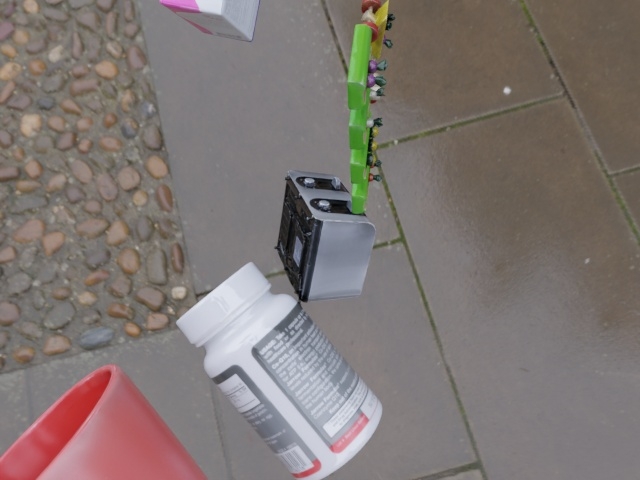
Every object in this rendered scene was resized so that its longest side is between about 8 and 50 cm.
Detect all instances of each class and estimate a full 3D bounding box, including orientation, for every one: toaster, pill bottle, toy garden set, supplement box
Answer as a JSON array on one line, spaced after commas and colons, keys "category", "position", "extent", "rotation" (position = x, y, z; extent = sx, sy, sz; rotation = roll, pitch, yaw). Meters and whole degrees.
[{"category": "toaster", "position": [0.000, 0.000, 0.946], "extent": [0.110, 0.186, 0.168], "rotation": [-1, 32, -20]}, {"category": "pill bottle", "position": [-0.059, 0.179, 0.827], "extent": [0.161, 0.161, 0.283], "rotation": [-40, 92, -10]}, {"category": "toy garden set", "position": [0.074, -0.191, 0.819], "extent": [0.049, 0.244, 0.204], "rotation": [4, 56, 7]}, {"category": "supplement box", "position": [-0.190, -0.444, 1.061], "extent": [0.111, 0.220, 0.114], "rotation": [13, 100, 5]}]

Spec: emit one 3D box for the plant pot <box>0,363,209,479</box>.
[{"category": "plant pot", "position": [-0.249, 0.324, 0.678], "extent": [0.275, 0.275, 0.243], "rotation": [-46, 106, -12]}]
